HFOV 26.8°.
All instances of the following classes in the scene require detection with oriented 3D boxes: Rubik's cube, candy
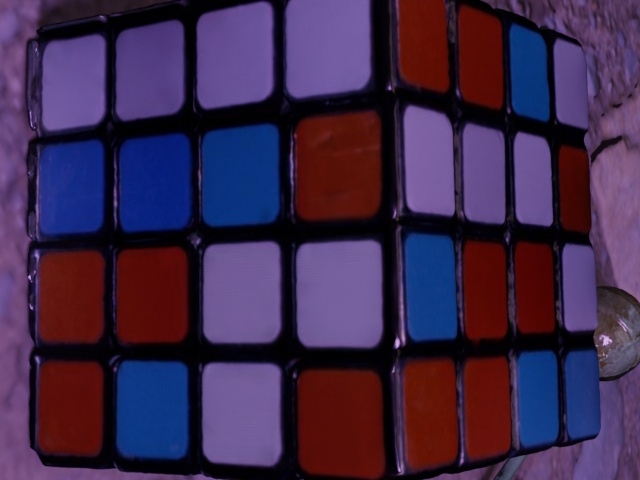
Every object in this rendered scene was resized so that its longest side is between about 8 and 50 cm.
[{"bbox_3d":[0.000,0.000,0.482,0.151,0.154,0.155,2,85,-56],"label":"Rubik's cube"},{"bbox_3d":[0.128,0.098,0.759,0.202,0.061,0.061,-47,125,-36],"label":"candy"}]
